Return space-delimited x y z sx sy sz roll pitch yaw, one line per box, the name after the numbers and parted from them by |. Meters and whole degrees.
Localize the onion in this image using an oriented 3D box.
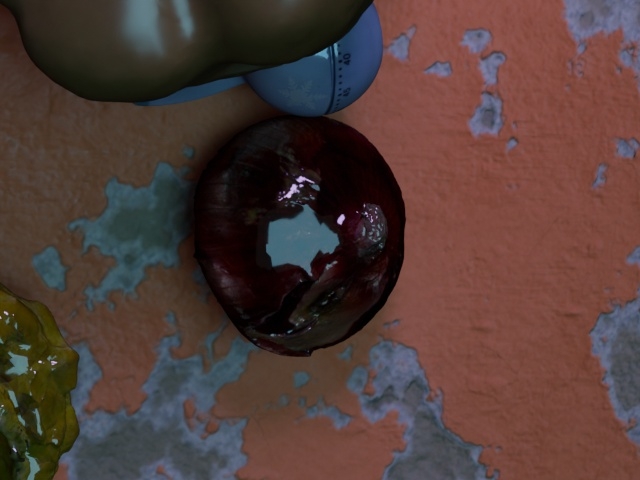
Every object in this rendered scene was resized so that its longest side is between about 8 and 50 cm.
0.000 0.000 1.849 0.272 0.195 0.272 -7 102 -36 | onion

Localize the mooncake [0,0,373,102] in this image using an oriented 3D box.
-0.136 -0.357 1.560 0.467 0.262 0.467 1 99 5 | mooncake

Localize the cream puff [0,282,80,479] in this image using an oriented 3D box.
-0.361 0.164 1.705 0.281 0.185 0.282 -6 102 -29 | cream puff

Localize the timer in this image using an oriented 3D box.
-0.060 -0.216 1.810 0.255 0.175 0.175 8 99 1 | timer
